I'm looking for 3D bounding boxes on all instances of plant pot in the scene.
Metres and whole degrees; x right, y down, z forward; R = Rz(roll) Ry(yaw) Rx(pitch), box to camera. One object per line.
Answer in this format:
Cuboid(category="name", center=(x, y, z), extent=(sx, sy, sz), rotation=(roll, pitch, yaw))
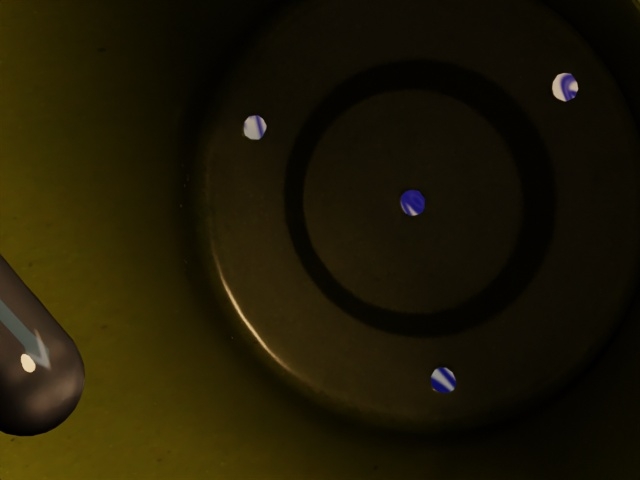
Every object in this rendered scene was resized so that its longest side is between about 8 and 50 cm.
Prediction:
Cuboid(category="plant pot", center=(0.000, 0.000, 0.739), extent=(0.366, 0.366, 0.353), rotation=(47, 17, 5))

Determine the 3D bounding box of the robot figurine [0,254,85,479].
Cuboid(category="robot figurine", center=(-0.191, 0.077, 0.523), extent=(0.278, 0.173, 0.209), rotation=(51, 27, 10))
